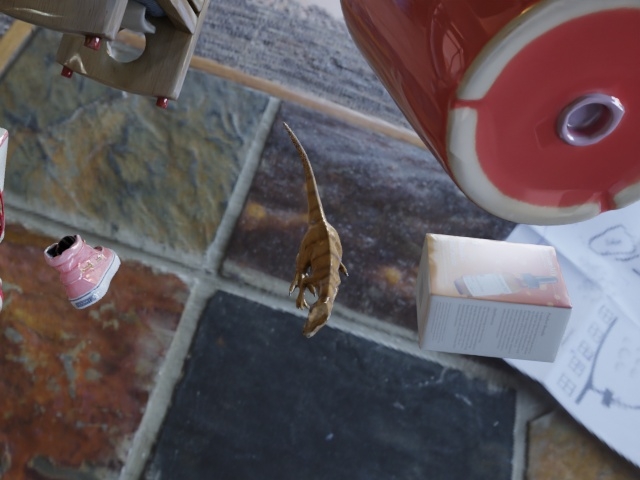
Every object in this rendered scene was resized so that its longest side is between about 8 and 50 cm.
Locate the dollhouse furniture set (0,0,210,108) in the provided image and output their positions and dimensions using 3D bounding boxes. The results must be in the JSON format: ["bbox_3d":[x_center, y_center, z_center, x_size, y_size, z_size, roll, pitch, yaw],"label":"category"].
[{"bbox_3d":[-0.143,-0.155,0.343,0.183,0.129,0.129,18,89,2],"label":"dollhouse furniture set"}]

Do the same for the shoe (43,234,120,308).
[{"bbox_3d":[-0.326,0.024,1.076,0.063,0.081,0.178,-25,20,0],"label":"shoe"}]

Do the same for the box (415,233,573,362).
[{"bbox_3d":[0.212,0.070,0.986,0.170,0.091,0.130,5,35,0],"label":"box"}]

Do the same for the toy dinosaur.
[{"bbox_3d":[0.000,0.000,0.770,0.064,0.112,0.212,-4,60,-8],"label":"toy dinosaur"}]

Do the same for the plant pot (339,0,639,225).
[{"bbox_3d":[0.161,-0.160,0.591,0.274,0.275,0.243,6,42,-15],"label":"plant pot"}]

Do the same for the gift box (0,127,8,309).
[{"bbox_3d":[-0.473,0.021,0.821,0.258,0.255,0.276,14,39,-11],"label":"gift box"}]
